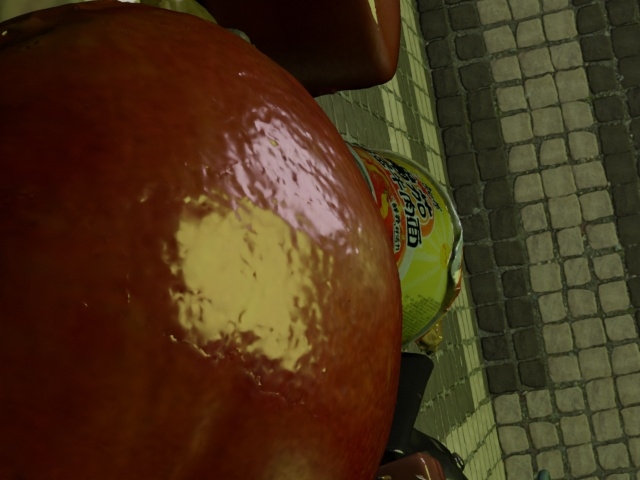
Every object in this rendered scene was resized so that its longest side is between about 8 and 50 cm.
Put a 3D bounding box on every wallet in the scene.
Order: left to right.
[{"bbox_3d":[0.033,0.192,1.404,0.321,0.171,0.044,-52,145,-72],"label":"wallet"}]

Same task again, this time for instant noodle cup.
[{"bbox_3d":[0.000,0.000,1.300,0.200,0.264,0.264,24,56,-62],"label":"instant noodle cup"}]

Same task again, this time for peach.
[{"bbox_3d":[-0.120,0.047,0.655,0.290,0.373,0.372,45,-16,48],"label":"peach"}]

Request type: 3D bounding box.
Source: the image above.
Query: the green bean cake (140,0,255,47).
[{"bbox_3d":[-0.131,-0.129,1.089,0.236,0.124,0.232,27,53,-72],"label":"green bean cake"}]

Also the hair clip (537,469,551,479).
[{"bbox_3d":[0.258,0.566,1.854,0.318,0.238,0.392,33,47,-70],"label":"hair clip"}]

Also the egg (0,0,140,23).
[{"bbox_3d":[-0.196,-0.215,0.837,0.206,0.162,0.271,51,-35,24],"label":"egg"}]

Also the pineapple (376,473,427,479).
[{"bbox_3d":[0.033,0.358,0.980,0.300,0.352,0.352,64,17,-76],"label":"pineapple"}]

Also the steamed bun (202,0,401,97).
[{"bbox_3d":[-0.031,-0.361,1.434,0.248,0.235,0.379,57,26,-63],"label":"steamed bun"}]

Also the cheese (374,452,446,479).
[{"bbox_3d":[0.088,0.290,1.218,0.177,0.203,0.128,-47,-122,62],"label":"cheese"}]

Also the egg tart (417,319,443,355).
[{"bbox_3d":[0.048,0.019,1.581,0.341,0.129,0.341,61,2,-4],"label":"egg tart"}]

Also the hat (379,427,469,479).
[{"bbox_3d":[0.106,0.440,1.349,0.366,0.257,0.381,46,17,-44],"label":"hat"}]
